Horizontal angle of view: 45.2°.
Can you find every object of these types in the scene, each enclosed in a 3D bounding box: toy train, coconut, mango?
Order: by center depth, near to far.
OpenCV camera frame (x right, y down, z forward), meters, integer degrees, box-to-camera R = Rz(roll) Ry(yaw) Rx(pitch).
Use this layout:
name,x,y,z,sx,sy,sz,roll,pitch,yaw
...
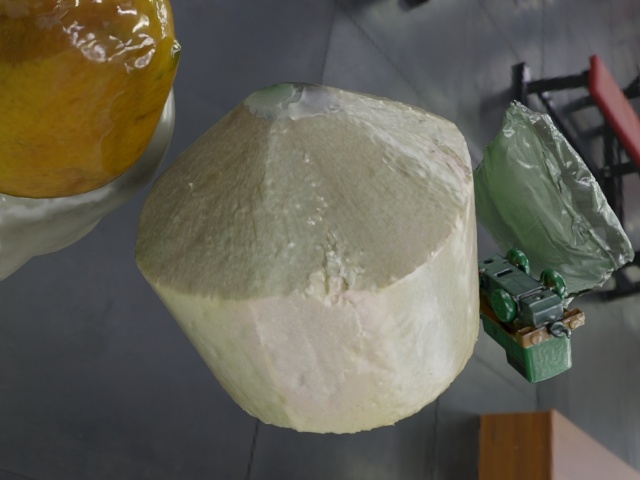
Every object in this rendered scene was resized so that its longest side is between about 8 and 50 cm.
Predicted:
name,x,y,z,sx,sy,sz,roll,pitch,yaw
mango,-0.153,-0.092,0.427,0.147,0.227,0.109,38,56,-31
coconut,0.000,0.000,0.558,0.244,0.239,0.239,70,33,-41
toy train,0.257,0.096,1.011,0.091,0.227,0.136,-19,112,-12

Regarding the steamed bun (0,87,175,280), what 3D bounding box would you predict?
name,x,y,z,sx,sy,sz,roll,pitch,yaw
steamed bun,-0.316,-0.116,0.638,0.343,0.367,0.255,62,-6,0

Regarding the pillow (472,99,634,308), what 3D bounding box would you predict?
name,x,y,z,sx,sy,sz,roll,pitch,yaw
pillow,0.343,-0.041,1.226,0.283,0.138,0.310,97,-31,-65
